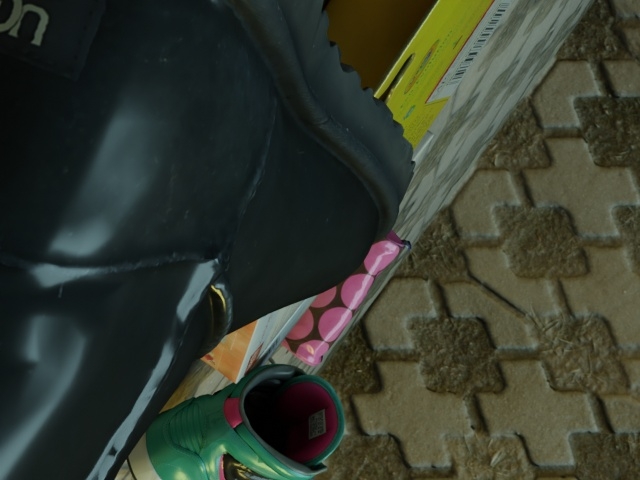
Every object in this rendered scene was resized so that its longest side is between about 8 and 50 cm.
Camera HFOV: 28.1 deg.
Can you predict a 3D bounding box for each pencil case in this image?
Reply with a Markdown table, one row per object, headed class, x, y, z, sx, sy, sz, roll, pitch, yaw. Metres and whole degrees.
| class | x | y | z | sx | sy | sz | roll | pitch | yaw |
| --- | --- | --- | --- | --- | --- | --- | --- | --- | --- |
| pencil case | 0.024 | 0.061 | 1.692 | 0.209 | 0.095 | 0.098 | -53 | -167 | 7 |

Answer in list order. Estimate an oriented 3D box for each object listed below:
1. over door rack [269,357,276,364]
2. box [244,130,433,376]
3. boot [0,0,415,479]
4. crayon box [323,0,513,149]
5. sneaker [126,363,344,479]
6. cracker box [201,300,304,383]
| class | x | y | z | sx | sy | sz | roll | pitch | yaw |
| --- | --- | --- | --- | --- | --- | --- | --- | --- | --- |
| over door rack | -0.146 | 0.279 | 1.528 | 0.324 | 0.108 | 0.239 | -52 | 173 | -14 |
| box | 0.000 | 0.000 | 1.344 | 0.324 | 0.063 | 0.067 | -52 | 173 | -15 |
| boot | -0.118 | 0.120 | 0.478 | 0.367 | 0.146 | 0.445 | 49 | 60 | -70 |
| crayon box | 0.047 | -0.133 | 0.978 | 0.202 | 0.081 | 0.318 | -57 | 173 | 16 |
| sneaker | -0.043 | 0.210 | 1.314 | 0.178 | 0.123 | 0.295 | -25 | 153 | 22 |
| cracker box | -0.026 | 0.005 | 1.194 | 0.232 | 0.067 | 0.155 | -50 | 171 | -32 |
